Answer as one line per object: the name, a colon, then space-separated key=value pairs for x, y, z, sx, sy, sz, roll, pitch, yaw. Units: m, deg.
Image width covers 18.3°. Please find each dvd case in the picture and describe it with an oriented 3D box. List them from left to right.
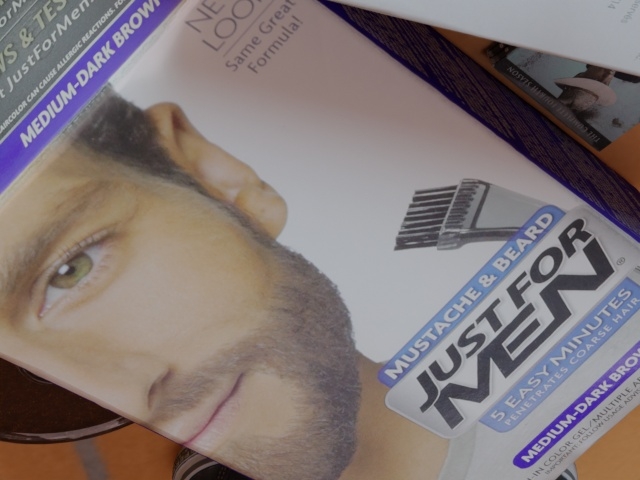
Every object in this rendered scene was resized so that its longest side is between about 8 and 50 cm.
dvd case: x=0.142 y=-0.094 z=0.851 sx=0.119 sy=0.013 sz=0.087 roll=-36 pitch=136 yaw=22

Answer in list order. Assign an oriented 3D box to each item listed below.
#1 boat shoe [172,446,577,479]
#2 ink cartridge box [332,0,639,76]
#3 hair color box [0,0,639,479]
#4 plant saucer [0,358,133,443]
boat shoe: x=0.037 y=0.141 z=1.030 sx=0.228 sy=0.076 sz=0.080 roll=7 pitch=134 yaw=-25
ink cartridge box: x=0.111 y=-0.125 z=0.689 sx=0.332 sy=0.165 sz=0.065 roll=11 pitch=131 yaw=-29
hair color box: x=0.000 y=0.000 z=0.818 sx=0.185 sy=0.110 sz=0.339 roll=-45 pitch=132 yaw=15
plant saucer: x=-0.118 y=0.043 z=0.905 sx=0.168 sy=0.029 sz=0.168 roll=-10 pitch=139 yaw=-9
